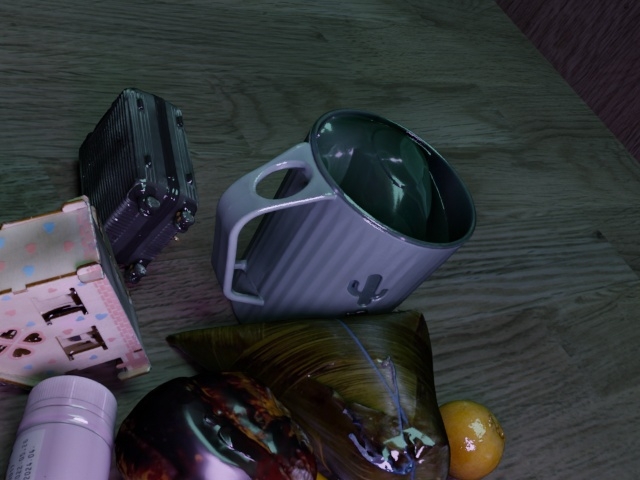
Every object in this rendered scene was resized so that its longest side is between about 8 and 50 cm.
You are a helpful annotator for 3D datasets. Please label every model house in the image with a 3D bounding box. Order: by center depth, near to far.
[{"bbox_3d":[-0.394,0.089,1.428,0.244,0.326,0.169,-19,58,-7],"label":"model house"}]

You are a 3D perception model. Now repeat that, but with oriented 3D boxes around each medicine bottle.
[{"bbox_3d":[-0.338,0.306,1.314,0.133,0.133,0.249,22,39,-19],"label":"medicine bottle"}]

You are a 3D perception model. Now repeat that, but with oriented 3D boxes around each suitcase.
[{"bbox_3d":[-0.315,-0.099,1.742,0.128,0.202,0.312,22,36,-36],"label":"suitcase"}]

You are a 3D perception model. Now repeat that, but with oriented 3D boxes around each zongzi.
[{"bbox_3d":[-0.033,0.243,1.515,0.432,0.207,0.403,5,22,-4],"label":"zongzi"}]

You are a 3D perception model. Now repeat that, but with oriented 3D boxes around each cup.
[{"bbox_3d":[0.004,-0.015,1.741,0.401,0.392,0.310,26,36,-15],"label":"cup"}]

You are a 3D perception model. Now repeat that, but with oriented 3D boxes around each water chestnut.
[{"bbox_3d":[-0.152,0.311,1.379,0.289,0.244,0.289,25,32,-17],"label":"water chestnut"}]

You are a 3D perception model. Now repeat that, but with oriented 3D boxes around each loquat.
[{"bbox_3d":[0.251,0.342,1.764,0.141,0.141,0.141,22,38,-19],"label":"loquat"}]

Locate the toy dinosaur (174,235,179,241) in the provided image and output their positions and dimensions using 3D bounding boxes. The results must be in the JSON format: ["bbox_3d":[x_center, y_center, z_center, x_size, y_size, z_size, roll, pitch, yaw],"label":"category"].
[{"bbox_3d":[-0.306,-0.056,1.838,0.162,0.039,0.126,41,37,8],"label":"toy dinosaur"}]

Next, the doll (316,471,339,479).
[{"bbox_3d":[0.102,0.403,1.593,0.237,0.111,0.252,-19,51,-32],"label":"doll"}]
